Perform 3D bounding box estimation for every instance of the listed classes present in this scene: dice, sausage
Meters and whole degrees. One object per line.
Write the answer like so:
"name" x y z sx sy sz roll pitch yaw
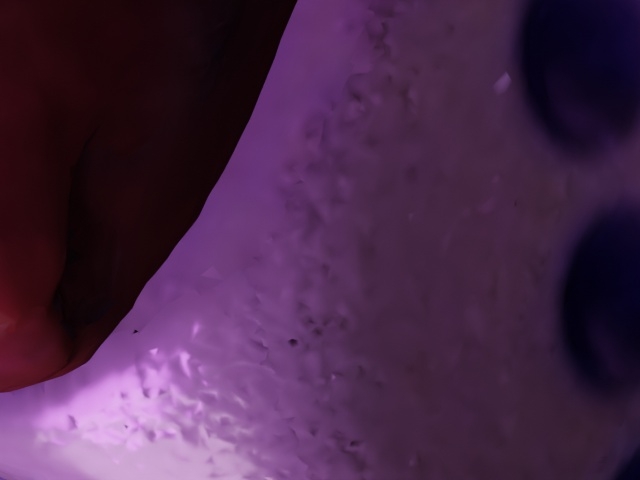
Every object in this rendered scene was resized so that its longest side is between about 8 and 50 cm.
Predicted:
"dice" 0.000 0.000 0.711 0.304 0.277 0.304 15 167 48
"sausage" -0.064 -0.098 0.378 0.152 0.279 0.152 19 166 5
